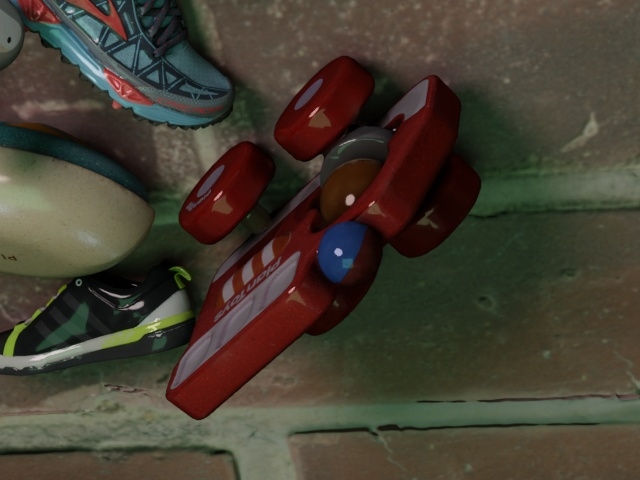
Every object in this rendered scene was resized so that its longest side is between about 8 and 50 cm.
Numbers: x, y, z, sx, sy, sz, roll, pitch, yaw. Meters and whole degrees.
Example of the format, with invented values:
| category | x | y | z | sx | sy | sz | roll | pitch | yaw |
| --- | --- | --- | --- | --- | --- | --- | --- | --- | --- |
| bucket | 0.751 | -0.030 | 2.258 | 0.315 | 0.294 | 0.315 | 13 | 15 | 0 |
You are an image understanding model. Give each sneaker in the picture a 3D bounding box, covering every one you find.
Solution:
| category | x | y | z | sx | sy | sz | roll | pitch | yaw |
| --- | --- | --- | --- | --- | --- | --- | --- | --- | --- |
| sneaker | -0.168 | -0.198 | 1.317 | 0.262 | 0.104 | 0.125 | 36 | 117 | -13 |
| sneaker | -0.228 | 0.068 | 1.513 | 0.235 | 0.084 | 0.097 | -10 | 95 | 12 |

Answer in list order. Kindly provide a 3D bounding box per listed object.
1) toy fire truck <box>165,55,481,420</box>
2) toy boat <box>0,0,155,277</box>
| category | x | y | z | sx | sy | sz | roll | pitch | yaw |
| --- | --- | --- | --- | --- | --- | --- | --- | --- | --- |
| toy fire truck | 0.000 | 0.000 | 1.322 | 0.169 | 0.254 | 0.302 | 42 | 117 | -17 |
| toy boat | -0.275 | -0.079 | 1.348 | 0.267 | 0.148 | 0.318 | 10 | 157 | 4 |
